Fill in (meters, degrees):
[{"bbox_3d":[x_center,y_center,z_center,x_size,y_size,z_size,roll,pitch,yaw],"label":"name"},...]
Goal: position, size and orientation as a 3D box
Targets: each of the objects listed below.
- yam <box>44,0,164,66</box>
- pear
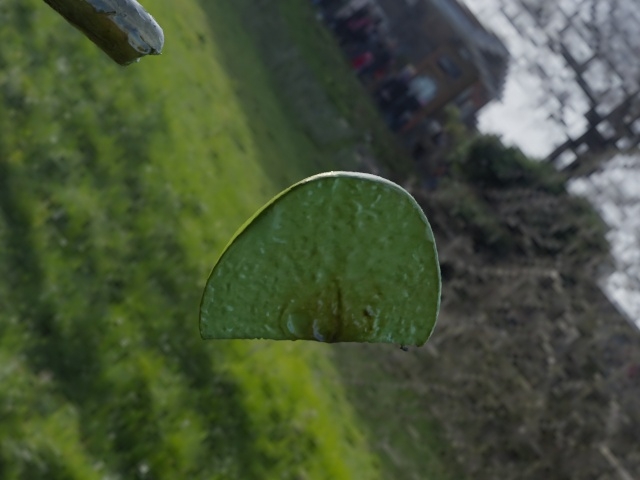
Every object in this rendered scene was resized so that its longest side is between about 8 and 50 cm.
[{"bbox_3d":[-0.310,-0.321,1.813,0.371,0.083,0.083,44,3,-36],"label":"yam"},{"bbox_3d":[0.003,-0.002,1.932,0.139,0.288,0.239,-101,-161,-48],"label":"pear"}]
